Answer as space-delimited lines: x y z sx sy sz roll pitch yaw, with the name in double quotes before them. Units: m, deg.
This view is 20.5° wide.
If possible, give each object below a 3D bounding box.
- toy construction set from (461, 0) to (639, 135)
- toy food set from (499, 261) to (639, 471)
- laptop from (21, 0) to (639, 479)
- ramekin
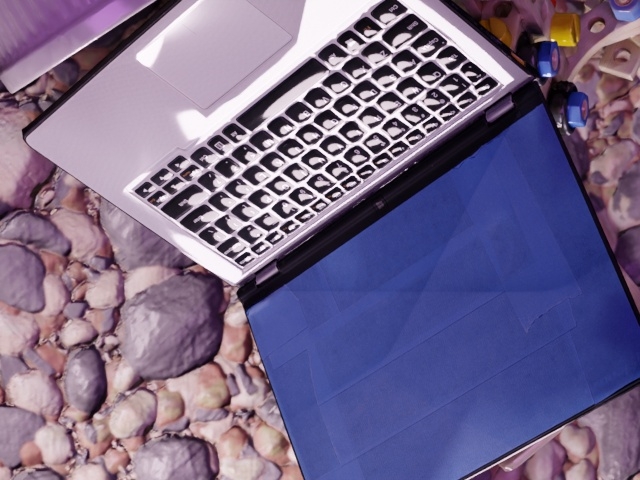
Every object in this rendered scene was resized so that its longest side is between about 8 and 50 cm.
"toy construction set" 0.195 -0.216 1.542 0.327 0.151 0.215 32 63 -47
"toy food set" 0.166 0.043 1.667 0.220 0.092 0.306 -40 109 1
"laptop" 0.000 0.000 1.454 0.408 0.236 0.382 36 129 -25
"ramekin" -0.200 -0.223 1.468 0.207 0.207 0.109 -33 99 -2
